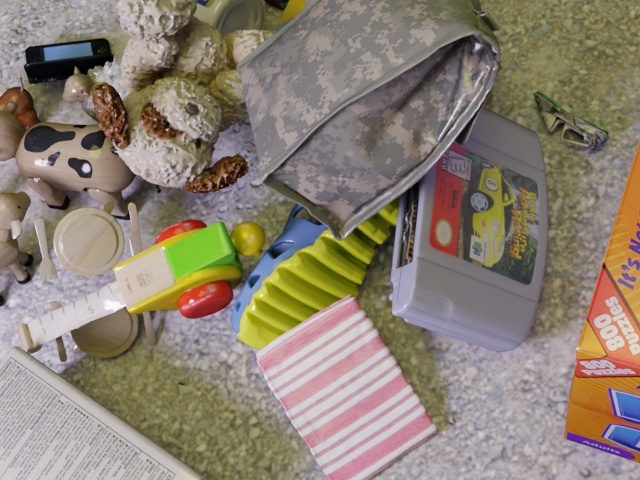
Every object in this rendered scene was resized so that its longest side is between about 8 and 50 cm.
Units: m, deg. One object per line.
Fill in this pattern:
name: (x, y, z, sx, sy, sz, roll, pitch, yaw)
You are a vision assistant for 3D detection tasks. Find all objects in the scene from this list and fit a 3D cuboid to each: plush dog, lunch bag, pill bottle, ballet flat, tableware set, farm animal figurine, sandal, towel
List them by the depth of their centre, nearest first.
lunch bag: (0.064, -0.186, 1.168, 0.287, 0.169, 0.235, -40, 38, 21)
towel: (0.030, 0.181, 1.238, 0.144, 0.029, 0.197, -32, 83, -2)
sandal: (0.000, 0.000, 1.308, 0.317, 0.126, 0.138, -50, 36, -7)
plush dog: (-0.184, -0.177, 1.322, 0.210, 0.262, 0.225, -18, 50, 53)
tableware set: (-0.286, 0.053, 1.332, 0.128, 0.039, 0.194, -9, 99, -12)
ballet flat: (0.313, -0.150, 1.342, 0.114, 0.041, 0.041, 36, 78, 24)
farm animal figurine: (-0.382, -0.091, 1.380, 0.326, 0.172, 0.330, -8, 65, 8)
pill bottle: (-0.182, -0.332, 1.475, 0.186, 0.112, 0.112, 31, 76, 29)

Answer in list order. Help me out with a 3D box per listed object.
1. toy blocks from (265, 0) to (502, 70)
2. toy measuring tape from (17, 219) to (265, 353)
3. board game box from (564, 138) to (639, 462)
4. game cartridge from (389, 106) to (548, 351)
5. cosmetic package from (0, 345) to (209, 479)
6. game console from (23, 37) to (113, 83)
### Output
toy blocks: (0.055, -0.314, 1.408, 0.260, 0.191, 0.381, -27, 63, 12)
toy measuring tape: (-0.209, 0.063, 1.290, 0.330, 0.121, 0.121, -26, 64, 11)
board game box: (0.470, 0.052, 1.045, 0.356, 0.356, 0.356, 16, 71, 17)
game cartridge: (0.183, -0.026, 1.243, 0.060, 0.196, 0.294, -22, 54, 51)
cosmetic package: (-0.274, 0.272, 1.224, 0.296, 0.129, 0.153, 31, 76, 22)
game console: (-0.358, -0.266, 1.484, 0.122, 0.071, 0.107, -8, 53, -11)
